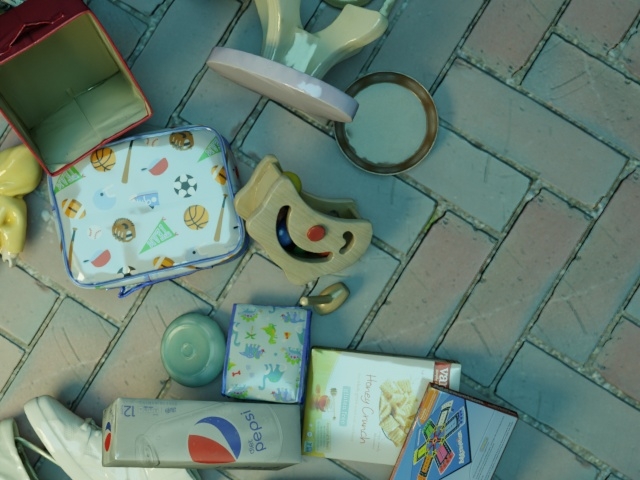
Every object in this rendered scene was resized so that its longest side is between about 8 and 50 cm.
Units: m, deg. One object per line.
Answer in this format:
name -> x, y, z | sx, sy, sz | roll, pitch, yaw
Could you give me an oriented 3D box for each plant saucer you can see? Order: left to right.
plant saucer -> -0.207, 0.174, 1.500 | 0.119, 0.021, 0.119 | -1, 86, 20
plant saucer -> 0.105, -0.187, 1.518 | 0.168, 0.029, 0.168 | 0, 88, 1

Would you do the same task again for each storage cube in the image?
storage cube -> -0.391, -0.248, 1.401 | 0.183, 0.193, 0.215 | -34, 128, -7

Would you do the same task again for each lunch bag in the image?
lunch bag -> -0.271, -0.044, 1.482 | 0.303, 0.115, 0.243 | -13, 91, 0
lunch bag -> -0.082, 0.176, 1.478 | 0.129, 0.096, 0.151 | 4, 79, 2

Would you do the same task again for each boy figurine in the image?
boy figurine -> -0.542, -0.037, 1.498 | 0.177, 0.092, 0.285 | 29, 89, 2

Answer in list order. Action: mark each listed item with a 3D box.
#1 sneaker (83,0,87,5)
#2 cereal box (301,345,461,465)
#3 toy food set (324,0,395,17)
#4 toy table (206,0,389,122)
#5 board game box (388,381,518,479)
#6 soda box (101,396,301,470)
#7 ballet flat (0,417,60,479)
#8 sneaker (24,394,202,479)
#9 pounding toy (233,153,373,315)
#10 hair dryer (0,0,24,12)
sneaker -> -0.421, -0.432, 1.511 | 0.072, 0.077, 0.178 | -7, 89, 2
cereal box -> 0.095, 0.265, 1.496 | 0.240, 0.047, 0.173 | 5, 90, 1
toy food set -> 0.046, -0.439, 1.526 | 0.192, 0.038, 0.132 | 30, 96, -3
toy table -> -0.034, -0.295, 1.428 | 0.274, 0.252, 0.161 | 25, 90, 25
board game box -> 0.185, 0.367, 1.462 | 0.145, 0.027, 0.281 | 19, 105, -4
soda box -> -0.176, 0.292, 1.414 | 0.286, 0.098, 0.091 | 7, 68, -23
ballet flat -> -0.403, 0.439, 1.474 | 0.139, 0.139, 0.400 | -43, 87, 0
sneaker -> -0.313, 0.319, 1.483 | 0.169, 0.108, 0.292 | -41, 96, -3
pounding toy -> 0.000, 0.000, 1.425 | 0.154, 0.155, 0.269 | -37, 130, 3
hair dryer -> -0.523, -0.353, 1.502 | 0.223, 0.080, 0.293 | 29, 101, 6
